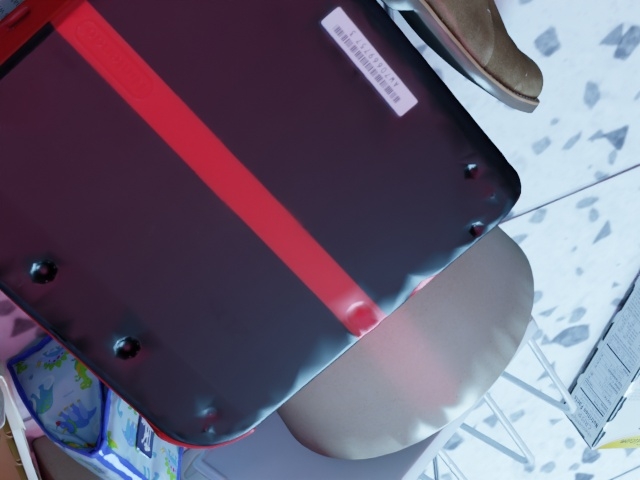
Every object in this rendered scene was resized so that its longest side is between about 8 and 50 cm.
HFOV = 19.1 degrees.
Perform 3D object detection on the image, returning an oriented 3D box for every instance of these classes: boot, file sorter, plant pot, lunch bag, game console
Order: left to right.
[{"bbox_3d":[-0.186,0.158,1.651,0.096,0.151,0.129,-37,138,5],"label":"lunch bag"},{"bbox_3d":[-0.193,0.233,1.760,0.109,0.096,0.109,-20,138,-15],"label":"plant pot"},{"bbox_3d":[-0.078,-0.047,1.368,0.342,0.060,0.386,-41,125,3],"label":"game console"},{"bbox_3d":[0.000,0.000,1.574,0.256,0.256,0.274,-37,125,5],"label":"plant pot"},{"bbox_3d":[0.069,0.181,1.729,0.278,0.193,0.173,-49,136,-13],"label":"file sorter"},{"bbox_3d":[0.114,-0.207,1.534,0.115,0.112,0.305,-50,135,2],"label":"boot"}]

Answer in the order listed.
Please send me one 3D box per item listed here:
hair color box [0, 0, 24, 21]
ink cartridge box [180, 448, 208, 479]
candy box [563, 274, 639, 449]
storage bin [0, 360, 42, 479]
[{"bbox_3d":[-0.285,-0.174,1.305,0.339,0.110,0.185,-38,138,2],"label":"hair color box"},{"bbox_3d":[-0.056,0.272,1.890,0.153,0.087,0.208,-40,138,7],"label":"ink cartridge box"},{"bbox_3d":[0.380,0.117,2.029,0.159,0.071,0.233,1,129,-34],"label":"candy box"},{"bbox_3d":[-0.366,0.243,1.640,0.260,0.123,0.262,-22,137,-12],"label":"storage bin"}]
